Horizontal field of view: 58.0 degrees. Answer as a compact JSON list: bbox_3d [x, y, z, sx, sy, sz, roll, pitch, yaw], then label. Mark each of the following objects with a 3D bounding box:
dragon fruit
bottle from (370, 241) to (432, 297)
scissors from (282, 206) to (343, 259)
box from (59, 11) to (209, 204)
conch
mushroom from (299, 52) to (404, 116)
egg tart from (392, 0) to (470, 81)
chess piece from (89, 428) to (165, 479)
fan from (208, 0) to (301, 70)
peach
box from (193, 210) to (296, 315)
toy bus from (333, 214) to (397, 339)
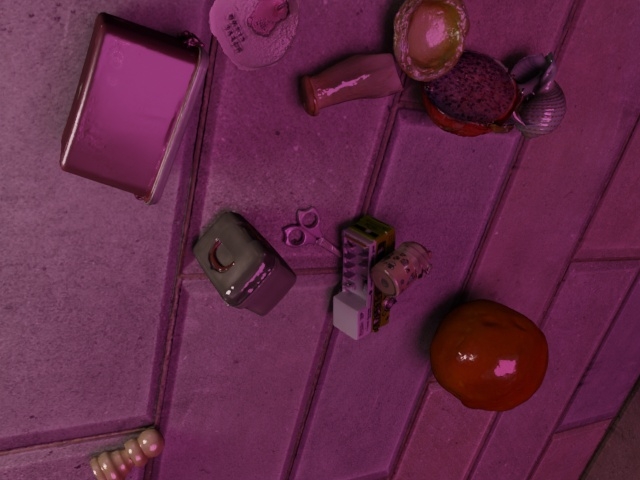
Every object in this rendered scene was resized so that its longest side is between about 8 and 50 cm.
[{"bbox_3d":[0.326,-0.304,1.309,0.148,0.224,0.218,95,17,-61],"label":"dragon fruit"},{"bbox_3d":[0.201,0.059,1.365,0.152,0.099,0.098,-35,132,-27],"label":"bottle"},{"bbox_3d":[0.000,0.000,1.397,0.212,0.021,0.110,35,95,-40],"label":"scissors"},{"bbox_3d":[-0.319,-0.225,0.965,0.168,0.193,0.293,14,110,-30],"label":"box"},{"bbox_3d":[0.511,-0.349,1.412,0.173,0.131,0.199,5,88,-5],"label":"conch"},{"bbox_3d":[0.072,-0.330,1.188,0.247,0.108,0.096,-20,86,-21],"label":"mushroom"},{"bbox_3d":[0.218,-0.433,1.209,0.197,0.078,0.197,-11,114,-25],"label":"egg tart"},{"bbox_3d":[-0.464,0.529,1.417,0.171,0.094,0.094,-30,130,-20],"label":"chess piece"},{"bbox_3d":[-0.062,-0.449,1.088,0.310,0.010,0.182,-36,130,-6],"label":"fan"},{"bbox_3d":[0.489,0.350,1.709,0.301,0.343,0.343,-56,132,-13],"label":"peach"},{"bbox_3d":[-0.161,0.050,1.214,0.148,0.210,0.129,-47,138,3],"label":"box"},{"bbox_3d":[0.110,0.097,1.447,0.139,0.113,0.301,-27,130,-36],"label":"toy bus"}]
